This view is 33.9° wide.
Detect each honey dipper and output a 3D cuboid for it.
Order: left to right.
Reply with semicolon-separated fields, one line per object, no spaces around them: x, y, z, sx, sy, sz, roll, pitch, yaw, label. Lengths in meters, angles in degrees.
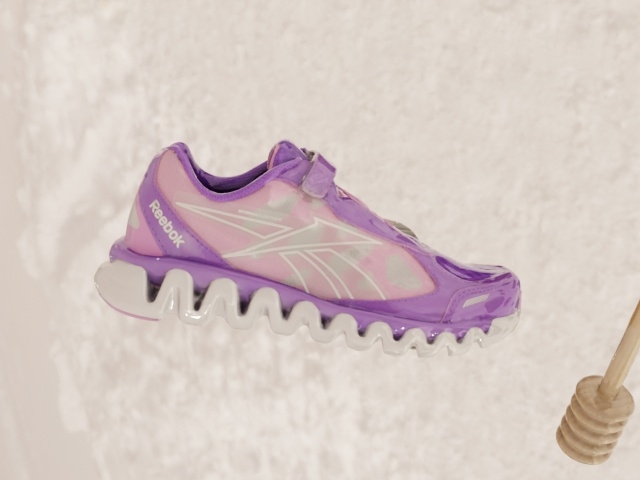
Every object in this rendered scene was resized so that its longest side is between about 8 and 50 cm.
0.149;0.043;0.490;0.030;0.030;0.160;53;142;39;honey dipper

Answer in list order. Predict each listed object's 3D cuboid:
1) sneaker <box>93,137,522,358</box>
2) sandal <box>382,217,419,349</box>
0.000;0.000;0.577;0.095;0.237;0.104;-126;45;-82;sneaker
0.080;0.051;1.198;0.219;0.090;0.060;-108;36;-45;sandal
